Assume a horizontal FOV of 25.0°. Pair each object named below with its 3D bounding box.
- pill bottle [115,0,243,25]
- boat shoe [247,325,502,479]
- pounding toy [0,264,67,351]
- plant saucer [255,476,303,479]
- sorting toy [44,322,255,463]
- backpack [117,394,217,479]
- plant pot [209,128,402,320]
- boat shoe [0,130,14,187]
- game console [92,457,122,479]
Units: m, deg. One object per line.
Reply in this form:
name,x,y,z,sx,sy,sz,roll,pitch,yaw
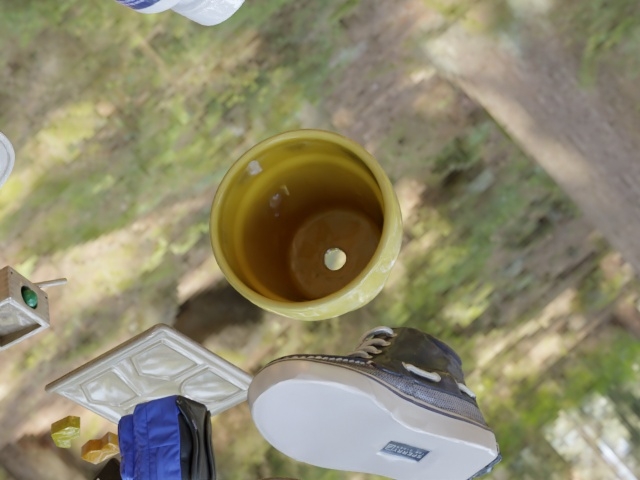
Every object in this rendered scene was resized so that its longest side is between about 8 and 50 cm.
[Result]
pill bottle,-0.140,-0.233,1.070,0.112,0.186,0.112,-23,-123,40
boat shoe,0.045,0.158,1.560,0.127,0.340,0.158,-40,-135,25
pounding toy,-0.524,0.104,2.474,0.141,0.130,0.100,-27,-131,17
plant saucer,-0.066,0.513,2.272,0.278,0.278,0.041,-43,165,-6
sorting toy,-0.251,0.207,1.934,0.307,0.229,0.041,-29,-131,29
backpack,-0.166,0.242,1.585,0.101,0.120,0.098,-18,160,21
plant pot,0.000,0.000,2.009,0.254,0.254,0.239,-42,159,0
boat shoe,-0.468,-0.029,1.485,0.335,0.112,0.095,-35,-147,1
game console,-0.356,0.460,2.516,0.122,0.071,0.107,-50,-136,-6
